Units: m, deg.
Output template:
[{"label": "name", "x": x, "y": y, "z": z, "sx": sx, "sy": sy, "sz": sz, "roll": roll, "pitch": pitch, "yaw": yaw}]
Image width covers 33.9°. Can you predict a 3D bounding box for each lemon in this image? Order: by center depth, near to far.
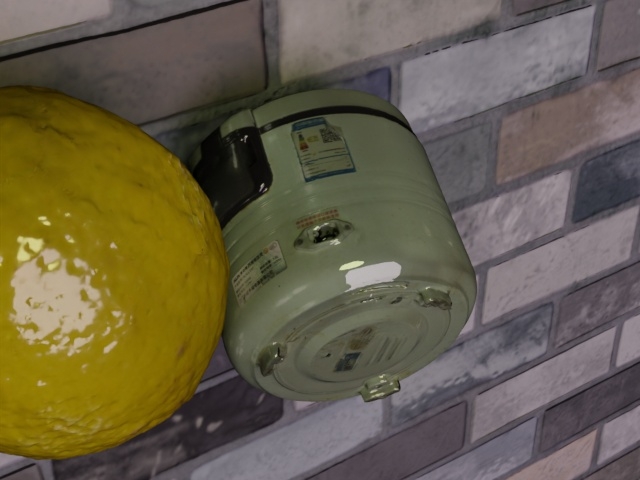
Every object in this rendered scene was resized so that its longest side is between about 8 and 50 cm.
[{"label": "lemon", "x": -0.191, "y": 0.030, "z": 0.738, "sx": 0.253, "sy": 0.253, "sz": 0.310, "roll": -47, "pitch": 137, "yaw": -2}]

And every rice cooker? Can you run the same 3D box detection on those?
[{"label": "rice cooker", "x": 0.000, "y": 0.000, "z": 0.883, "sx": 0.226, "sy": 0.244, "sz": 0.226, "roll": -12, "pitch": 148, "yaw": -7}]
